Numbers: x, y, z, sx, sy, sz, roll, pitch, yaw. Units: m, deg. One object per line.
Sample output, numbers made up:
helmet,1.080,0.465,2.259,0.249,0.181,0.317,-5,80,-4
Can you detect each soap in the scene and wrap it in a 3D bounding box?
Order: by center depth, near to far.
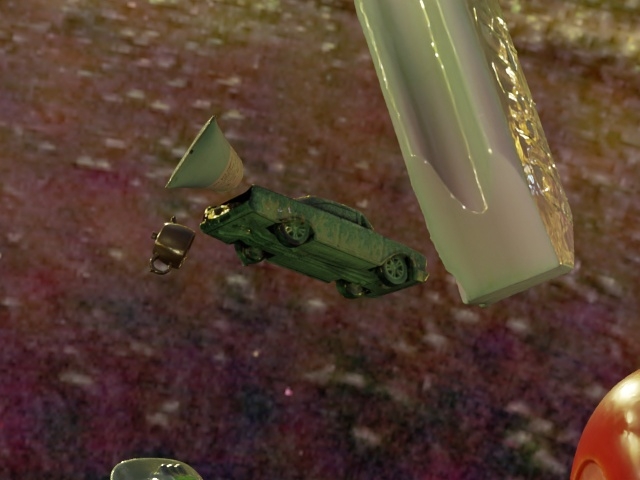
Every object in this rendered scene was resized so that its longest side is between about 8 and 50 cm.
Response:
soap,0.159,-0.110,1.152,0.115,0.347,0.208,-22,-17,23

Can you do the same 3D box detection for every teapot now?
teapot,-0.267,0.010,1.952,0.068,0.076,0.121,25,58,-1

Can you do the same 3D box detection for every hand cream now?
hand cream,-0.163,-0.109,1.554,0.070,0.111,0.312,35,-1,4

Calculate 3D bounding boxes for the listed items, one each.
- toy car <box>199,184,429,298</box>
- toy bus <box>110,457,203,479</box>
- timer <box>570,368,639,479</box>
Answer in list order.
toy car,0.000,0.000,1.583,0.321,0.097,0.141,21,-26,-30
toy bus,-0.093,0.283,0.762,0.276,0.164,0.134,50,18,30
timer,0.429,0.311,1.217,0.279,0.378,0.378,-2,25,-6
